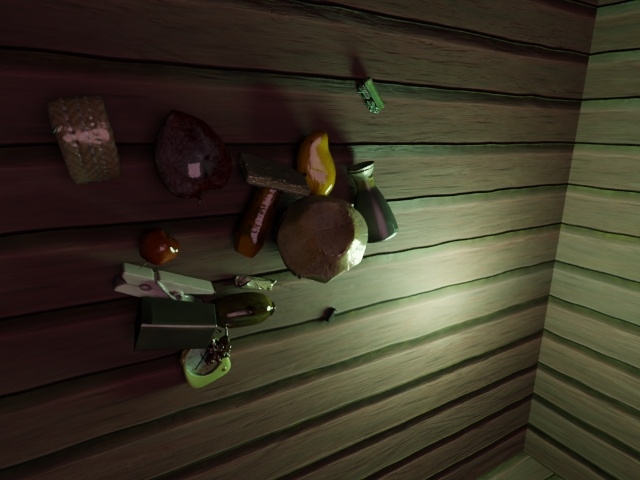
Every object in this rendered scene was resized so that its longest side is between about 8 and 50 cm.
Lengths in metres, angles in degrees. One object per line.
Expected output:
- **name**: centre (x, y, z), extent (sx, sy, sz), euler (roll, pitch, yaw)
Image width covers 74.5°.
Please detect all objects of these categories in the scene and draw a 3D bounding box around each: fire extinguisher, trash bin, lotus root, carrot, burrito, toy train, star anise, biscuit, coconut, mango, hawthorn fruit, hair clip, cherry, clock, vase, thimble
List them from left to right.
- **thimble**: centre (-0.654, -0.282, 1.170), extent (0.148, 0.196, 0.229), euler (-15, 141, -25)
- **hawthorn fruit**: centre (-0.529, 0.025, 1.377), extent (0.125, 0.125, 0.140), euler (5, 113, -33)
- **hair clip**: centre (-0.520, 0.163, 1.431), extent (0.331, 0.085, 0.101), euler (22, 111, -38)
- **trash bin**: centre (-0.491, 0.288, 1.423), extent (0.240, 0.122, 0.164), euler (9, 132, -29)
- **cherry**: centre (-0.404, -0.260, 1.323), extent (0.230, 0.203, 0.300), euler (-22, 105, -18)
- **clock**: centre (-0.443, 0.422, 1.568), extent (0.170, 0.069, 0.232), euler (-23, 113, -25)
- **star anise**: centre (-0.361, 0.374, 1.518), extent (0.097, 0.070, 0.190), euler (1, 113, -23)
- **lotus root**: centre (-0.293, 0.261, 1.586), extent (0.241, 0.123, 0.124), euler (-3, 134, -34)
- **burrito**: centre (-0.254, 0.165, 1.633), extent (0.171, 0.042, 0.051), euler (8, 102, -36)
- **carrot**: centre (-0.225, -0.088, 1.538), extent (0.114, 0.114, 0.302), euler (22, 90, -34)
- **biscuit**: centre (-0.161, -0.234, 1.507), extent (0.252, 0.150, 0.052), euler (12, 127, -31)
- **mango**: centre (-0.019, -0.290, 1.615), extent (0.157, 0.109, 0.262), euler (-8, 107, -17)
- **coconut**: centre (0.000, 0.000, 1.590), extent (0.352, 0.352, 0.352), euler (-9, 108, -30)
- **fire extinguisher**: centre (0.041, 0.337, 1.875), extent (0.038, 0.025, 0.083), euler (30, 85, 3)
- **vase**: centre (0.208, -0.164, 1.768), extent (0.173, 0.173, 0.321), euler (-26, 109, -24)
- **toy train**: centre (0.207, -0.586, 1.714), extent (0.071, 0.038, 0.148), euler (-46, 123, -13)
